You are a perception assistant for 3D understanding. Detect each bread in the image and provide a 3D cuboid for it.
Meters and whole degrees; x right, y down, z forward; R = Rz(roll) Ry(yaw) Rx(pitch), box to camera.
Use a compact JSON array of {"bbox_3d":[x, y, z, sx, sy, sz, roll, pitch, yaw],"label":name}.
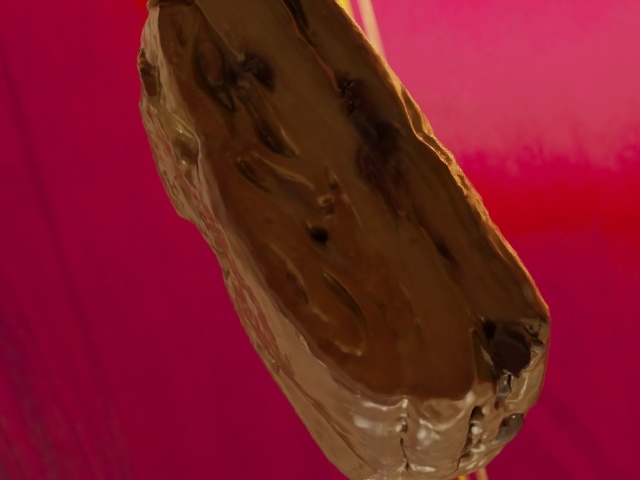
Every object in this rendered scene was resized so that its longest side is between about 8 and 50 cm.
[{"bbox_3d":[0.000,0.000,0.776,0.099,0.210,0.235,-32,-105,-11],"label":"bread"}]
